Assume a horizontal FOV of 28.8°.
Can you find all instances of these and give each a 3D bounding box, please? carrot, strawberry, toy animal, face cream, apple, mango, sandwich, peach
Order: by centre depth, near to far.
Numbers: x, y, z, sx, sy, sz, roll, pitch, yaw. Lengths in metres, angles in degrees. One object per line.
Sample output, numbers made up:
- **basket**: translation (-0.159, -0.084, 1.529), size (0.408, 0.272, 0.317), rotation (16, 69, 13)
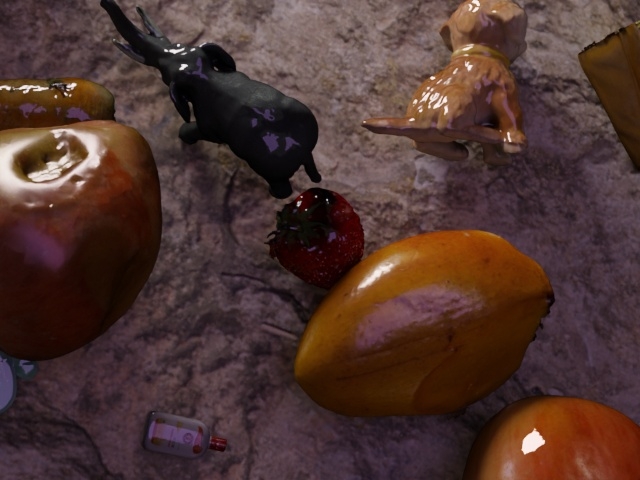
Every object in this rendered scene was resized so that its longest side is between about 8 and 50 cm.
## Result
- **peach**: translation (-0.248, -0.015, 1.149), size (0.214, 0.214, 0.235), rotation (46, 66, -6)
- **carrot**: translation (-0.349, -0.124, 1.205), size (0.298, 0.078, 0.078), rotation (0, 82, -12)
- **apple**: translation (0.257, 0.274, 1.231), size (0.242, 0.242, 0.241), rotation (3, 59, -16)
- **toy animal**: translation (-0.106, -0.141, 1.239), size (0.269, 0.137, 0.082), rotation (36, 77, -3)
- **face cream**: translation (-0.135, 0.196, 1.241), size (0.083, 0.021, 0.040), rotation (14, 79, -14)
- **mango**: translation (0.090, 0.086, 1.252), size (0.257, 0.138, 0.187), rotation (-6, 119, -27)
- **strawberry**: translation (0.001, 0.000, 1.276), size (0.106, 0.106, 0.106), rotation (2, 81, -16)
- **toy animal**: translation (0.140, -0.186, 1.336), size (0.183, 0.104, 0.185), rotation (10, 83, -16)
- **sandwich**: translation (0.404, -0.171, 1.349), size (0.108, 0.220, 0.186), rotation (-29, 91, -19)

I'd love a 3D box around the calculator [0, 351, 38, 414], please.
- **calculator**: translation (-0.345, 0.130, 1.189), size (0.153, 0.021, 0.095), rotation (-15, 87, -17)
